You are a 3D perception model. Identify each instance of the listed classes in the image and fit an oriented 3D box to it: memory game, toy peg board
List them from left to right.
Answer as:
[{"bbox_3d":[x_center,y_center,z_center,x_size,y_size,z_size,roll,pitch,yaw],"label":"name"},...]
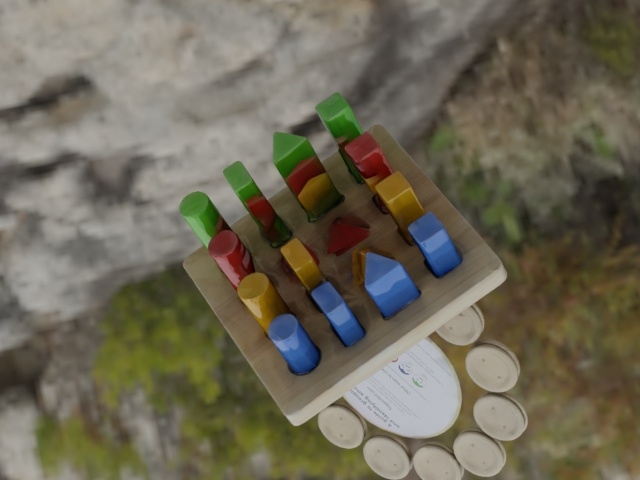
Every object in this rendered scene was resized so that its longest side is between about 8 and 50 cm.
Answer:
[{"bbox_3d":[0.000,0.000,1.122,0.161,0.160,0.079,-35,137,-2],"label":"toy peg board"},{"bbox_3d":[0.053,0.090,1.213,0.186,0.186,0.012,-35,-171,43],"label":"memory game"}]
